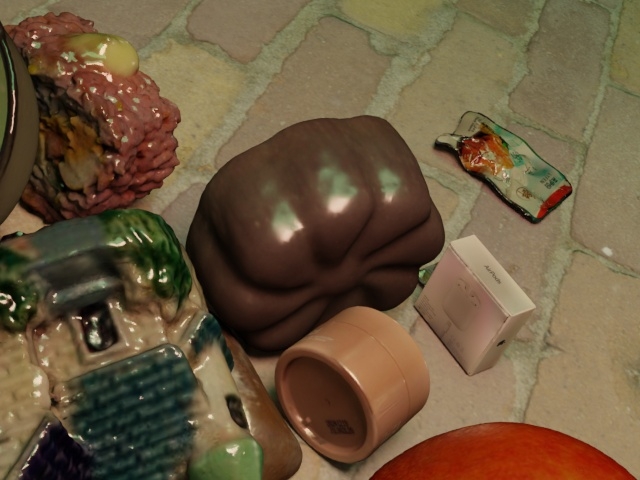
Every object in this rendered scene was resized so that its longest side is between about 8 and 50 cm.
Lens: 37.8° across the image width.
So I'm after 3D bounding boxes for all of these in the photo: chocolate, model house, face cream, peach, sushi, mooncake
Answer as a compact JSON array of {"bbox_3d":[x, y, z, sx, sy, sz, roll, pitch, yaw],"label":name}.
[{"bbox_3d":[-0.128,0.165,1.032,0.161,0.083,0.261,-20,58,-35],"label":"chocolate"},{"bbox_3d":[-0.217,0.167,0.844,0.299,0.243,0.284,-21,58,-7],"label":"model house"},{"bbox_3d":[0.035,0.162,1.058,0.149,0.149,0.104,42,46,19],"label":"face cream"},{"bbox_3d":[0.158,0.321,0.866,0.333,0.307,0.307,-10,50,-10],"label":"peach"},{"bbox_3d":[-0.301,-0.160,1.179,0.270,0.236,0.171,39,36,21],"label":"sushi"},{"bbox_3d":[0.000,0.000,1.116,0.306,0.306,0.154,-8,50,-31],"label":"mooncake"}]

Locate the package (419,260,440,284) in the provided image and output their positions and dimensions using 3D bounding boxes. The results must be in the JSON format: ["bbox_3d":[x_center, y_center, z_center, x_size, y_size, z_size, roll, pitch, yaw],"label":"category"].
[{"bbox_3d":[0.177,0.043,1.342,0.110,0.015,0.037,-21,53,-39],"label":"package"}]

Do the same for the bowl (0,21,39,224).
[{"bbox_3d":[-0.462,-0.118,1.043,0.354,0.353,0.185,34,-1,11],"label":"bowl"}]

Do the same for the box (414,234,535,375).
[{"bbox_3d":[0.197,0.085,1.222,0.051,0.129,0.130,-15,55,-35],"label":"box"}]

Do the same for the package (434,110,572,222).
[{"bbox_3d":[0.309,-0.133,1.563,0.232,0.040,0.166,41,44,16],"label":"package"}]
